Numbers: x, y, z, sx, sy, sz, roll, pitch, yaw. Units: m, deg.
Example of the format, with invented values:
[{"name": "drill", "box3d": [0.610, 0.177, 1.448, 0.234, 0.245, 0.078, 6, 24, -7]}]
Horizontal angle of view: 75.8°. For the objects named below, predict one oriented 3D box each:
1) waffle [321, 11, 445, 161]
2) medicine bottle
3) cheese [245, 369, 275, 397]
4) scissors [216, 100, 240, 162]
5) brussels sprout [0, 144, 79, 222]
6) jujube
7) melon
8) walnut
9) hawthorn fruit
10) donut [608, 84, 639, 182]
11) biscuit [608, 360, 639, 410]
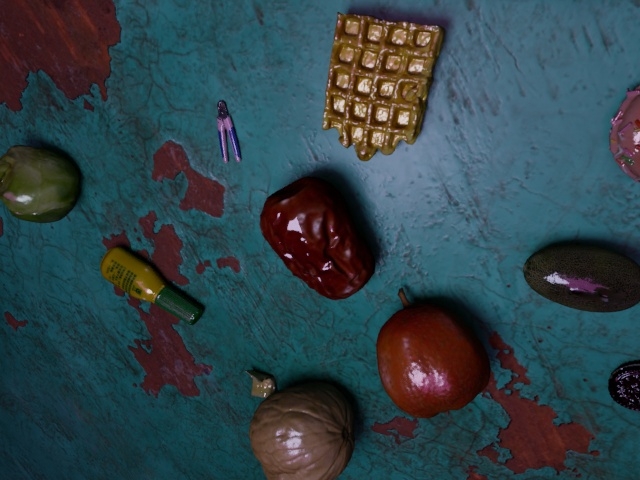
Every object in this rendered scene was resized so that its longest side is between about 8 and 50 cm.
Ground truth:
[{"name": "waffle", "box3d": [0.090, -0.227, 0.642, 0.160, 0.055, 0.211, 15, 115, 15]}, {"name": "medicine bottle", "box3d": [-0.393, 0.112, 0.960, 0.260, 0.064, 0.095, 32, 113, 6]}, {"name": "cheese", "box3d": [-0.143, 0.332, 0.973, 0.060, 0.041, 0.084, 3, 128, 27]}, {"name": "scissors", "box3d": [-0.178, -0.204, 0.776, 0.039, 0.012, 0.113, -1, 111, 20]}, {"name": "brussels sprout", "box3d": [-0.612, -0.124, 0.904, 0.131, 0.145, 0.183, 119, 141, -52]}, {"name": "jujube", "box3d": [0.000, 0.000, 0.722, 0.155, 0.155, 0.230, -30, 105, 28]}, {"name": "melon", "box3d": [0.395, 0.056, 0.624, 0.162, 0.099, 0.099, 9, 114, 19]}, {"name": "walnut", "box3d": [-0.039, 0.410, 0.876, 0.227, 0.228, 0.228, 8, 114, 17]}, {"name": "hawthorn fruit", "box3d": [0.185, 0.190, 0.729, 0.196, 0.196, 0.226, -28, 75, 28]}, {"name": "donut", "box3d": [0.449, -0.162, 0.531, 0.117, 0.065, 0.166, 36, 118, 2]}, {"name": "biscuit", "box3d": [0.533, 0.245, 0.691, 0.087, 0.027, 0.089, -28, 99, 29]}]
